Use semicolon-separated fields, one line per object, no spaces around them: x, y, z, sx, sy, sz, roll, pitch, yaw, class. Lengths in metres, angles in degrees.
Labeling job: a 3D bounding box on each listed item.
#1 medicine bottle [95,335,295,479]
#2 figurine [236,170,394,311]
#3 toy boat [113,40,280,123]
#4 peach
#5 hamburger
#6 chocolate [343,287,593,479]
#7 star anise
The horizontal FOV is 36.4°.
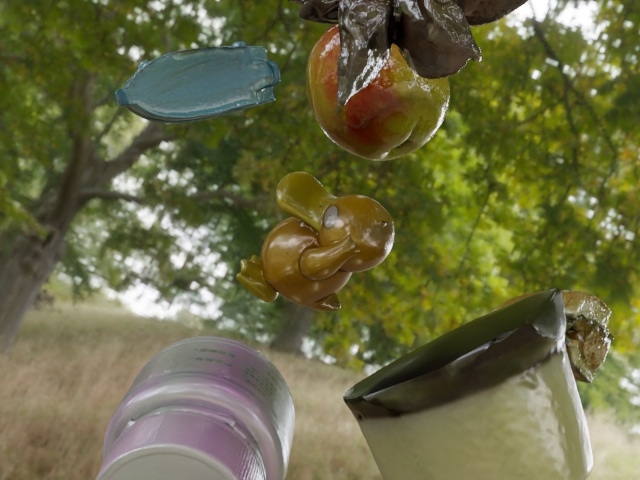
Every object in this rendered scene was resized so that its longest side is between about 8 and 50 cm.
-0.170;0.298;1.330;0.256;0.256;0.325;26;16;-5;medicine bottle
0.000;0.008;1.524;0.215;0.215;0.228;25;-50;0;figurine
-0.155;-0.195;1.218;0.215;0.088;0.102;-10;12;2;toy boat
0.088;-0.240;1.498;0.231;0.231;0.231;24;-10;5;peach
0.360;0.131;1.594;0.207;0.135;0.155;13;-24;46;hamburger
0.233;0.262;1.340;0.297;0.326;0.314;60;23;2;chocolate
0.065;-0.272;1.002;0.315;0.315;0.108;22;-25;15;star anise
